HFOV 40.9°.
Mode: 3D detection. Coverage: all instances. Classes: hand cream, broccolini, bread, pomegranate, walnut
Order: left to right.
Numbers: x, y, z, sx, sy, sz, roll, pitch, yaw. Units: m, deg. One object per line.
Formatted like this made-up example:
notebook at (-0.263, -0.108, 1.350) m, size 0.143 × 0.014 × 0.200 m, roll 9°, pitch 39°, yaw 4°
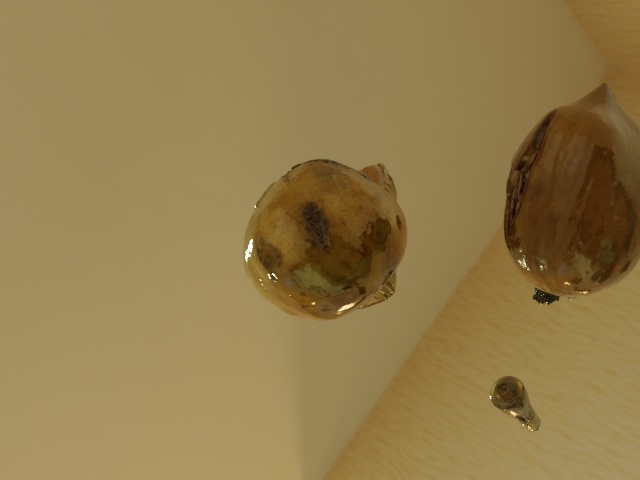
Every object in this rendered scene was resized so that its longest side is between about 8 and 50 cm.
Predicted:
pomegranate at (0.000, 0.000, 1.359) m, size 0.260 × 0.260 × 0.260 m, roll -10°, pitch -70°, yaw -29°
bread at (0.079, -0.009, 1.651) m, size 0.119 × 0.152 × 0.288 m, roll 43°, pitch -141°, yaw -38°
hand cream at (0.467, 0.396, 2.020) m, size 0.084 × 0.084 × 0.203 m, roll -50°, pitch -44°, yaw -9°
broccolini at (0.529, 0.120, 1.916) m, size 0.054 × 0.051 × 0.239 m, roll -43°, pitch -22°, yaw 22°
walnut at (0.362, -0.067, 1.182) m, size 0.203 × 0.203 × 0.298 m, roll 5°, pitch -76°, yaw -33°
